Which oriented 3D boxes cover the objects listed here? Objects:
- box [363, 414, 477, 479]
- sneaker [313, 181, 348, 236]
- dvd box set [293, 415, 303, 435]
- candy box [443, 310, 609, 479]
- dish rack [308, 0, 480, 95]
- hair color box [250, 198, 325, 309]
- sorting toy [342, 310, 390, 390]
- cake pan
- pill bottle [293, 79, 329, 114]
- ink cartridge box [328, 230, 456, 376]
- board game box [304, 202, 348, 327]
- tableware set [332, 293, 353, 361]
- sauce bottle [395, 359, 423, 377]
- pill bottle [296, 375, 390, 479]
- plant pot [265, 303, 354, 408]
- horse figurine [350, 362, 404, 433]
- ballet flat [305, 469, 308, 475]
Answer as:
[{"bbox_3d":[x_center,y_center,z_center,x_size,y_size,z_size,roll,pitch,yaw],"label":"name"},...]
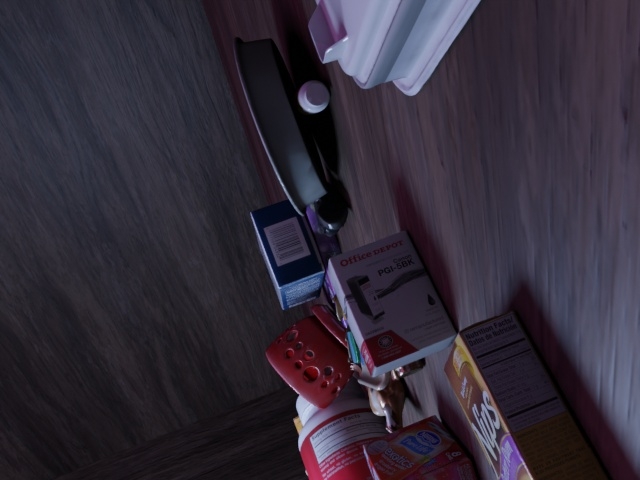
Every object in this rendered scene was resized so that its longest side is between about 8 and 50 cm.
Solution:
[{"bbox_3d":[0.164,0.400,0.872,0.128,0.123,0.256,-133,24,-74],"label":"box"},{"bbox_3d":[0.019,-0.041,1.068,0.170,0.051,0.089,-112,5,-57],"label":"sneaker"},{"bbox_3d":[0.108,0.655,1.669,0.308,0.062,0.420,17,-138,-56],"label":"dvd box set"},{"bbox_3d":[0.163,0.161,0.486,0.109,0.053,0.186,81,168,-62],"label":"candy box"},{"bbox_3d":[0.001,-0.276,0.423,0.285,0.072,0.332,121,129,-82],"label":"dish rack"},{"bbox_3d":[-0.071,0.041,1.402,0.347,0.105,0.173,101,149,-76],"label":"hair color box"},{"bbox_3d":[0.066,0.136,1.025,0.193,0.038,0.208,124,139,-79],"label":"sorting toy"},{"bbox_3d":[-0.055,-0.184,0.975,0.293,0.054,0.293,-19,-90,-84],"label":"cake pan"},{"bbox_3d":[-0.012,-0.198,0.858,0.083,0.043,0.043,-146,36,-78],"label":"pill bottle"},{"bbox_3d":[0.077,0.070,0.698,0.056,0.099,0.135,85,163,-66],"label":"ink cartridge box"},{"bbox_3d":[0.000,0.000,1.355,0.208,0.056,0.346,-148,38,-73],"label":"board game box"},{"bbox_3d":[0.052,0.138,1.185,0.141,0.020,0.168,-67,-30,-66],"label":"tableware set"},{"bbox_3d":[0.107,0.133,0.902,0.042,0.042,0.128,85,165,-65],"label":"sauce bottle"},{"bbox_3d":[0.083,0.521,1.436,0.407,0.229,0.229,-117,9,-46],"label":"pill bottle"},{"bbox_3d":[0.001,0.256,1.406,0.191,0.174,0.191,46,180,0],"label":"plant pot"},{"bbox_3d":[0.113,0.269,1.157,0.263,0.066,0.174,111,144,-77],"label":"horse figurine"},{"bbox_3d":[0.019,0.620,1.515,0.168,0.052,0.057,47,119,32],"label":"ballet flat"}]
